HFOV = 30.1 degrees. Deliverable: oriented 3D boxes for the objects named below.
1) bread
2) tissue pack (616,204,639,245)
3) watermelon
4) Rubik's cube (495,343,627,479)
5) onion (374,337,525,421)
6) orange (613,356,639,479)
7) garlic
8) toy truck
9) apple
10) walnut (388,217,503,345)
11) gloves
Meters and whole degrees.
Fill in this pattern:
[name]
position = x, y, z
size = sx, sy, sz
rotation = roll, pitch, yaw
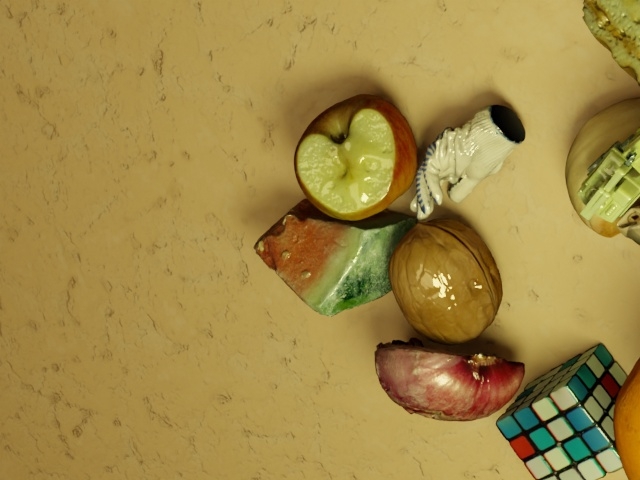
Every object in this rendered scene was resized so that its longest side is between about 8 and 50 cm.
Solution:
[bread]
position = 0.429, -0.272, 1.519
size = 0.128, 0.088, 0.232
rotation = -59, 44, 31
[tissue pack]
position = 0.620, -0.021, 1.483
size = 0.390, 0.195, 0.375
rotation = 33, 136, 4
[watermelon]
position = 0.000, 0.000, 1.934
size = 0.256, 0.193, 0.140
rotation = 26, 124, 37
[Rubik's cube]
position = 0.388, 0.274, 1.805
size = 0.155, 0.154, 0.151
rotation = -37, 89, 38
[onion]
position = 0.185, 0.220, 1.879
size = 0.283, 0.227, 0.120
rotation = -177, 97, -74
[orange]
position = 0.525, 0.232, 1.483
size = 0.312, 0.312, 0.312
rotation = 14, 119, 27
[garlic]
position = 0.434, -0.111, 1.628
size = 0.164, 0.145, 0.245
rotation = 28, 130, -20
[toy truck]
position = 0.387, -0.085, 1.486
size = 0.077, 0.100, 0.169
rotation = 46, 140, 2
[apple]
position = 0.055, -0.127, 1.826
size = 0.195, 0.160, 0.173
rotation = -28, 101, 16
[walnut]
position = 0.191, 0.062, 1.825
size = 0.167, 0.167, 0.207
rotation = -11, 115, 36
[gloves]
position = 0.209, -0.114, 1.781
size = 0.119, 0.097, 0.229
rotation = 21, 126, -31
